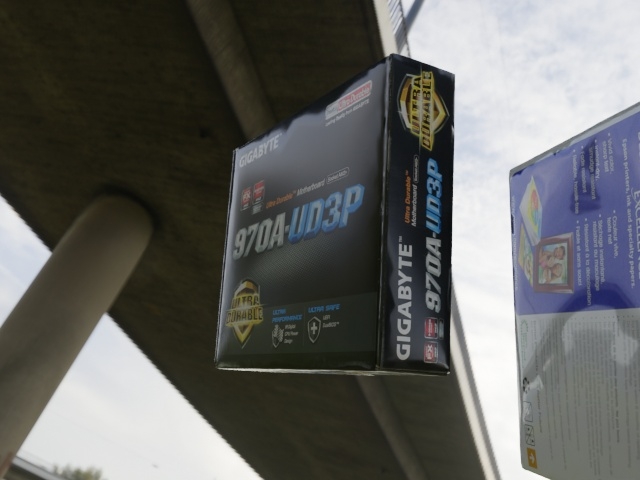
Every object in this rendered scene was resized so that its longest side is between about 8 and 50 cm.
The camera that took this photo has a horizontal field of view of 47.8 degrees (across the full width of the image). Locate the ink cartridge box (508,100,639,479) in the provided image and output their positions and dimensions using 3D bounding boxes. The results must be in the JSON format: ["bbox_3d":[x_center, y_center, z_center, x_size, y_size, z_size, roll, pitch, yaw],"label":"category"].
[{"bbox_3d":[0.245,0.057,0.579,0.072,0.304,0.307,2,-8,-11],"label":"ink cartridge box"}]

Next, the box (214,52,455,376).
[{"bbox_3d":[0.000,0.000,0.479,0.051,0.175,0.220,10,-13,-29],"label":"box"}]
